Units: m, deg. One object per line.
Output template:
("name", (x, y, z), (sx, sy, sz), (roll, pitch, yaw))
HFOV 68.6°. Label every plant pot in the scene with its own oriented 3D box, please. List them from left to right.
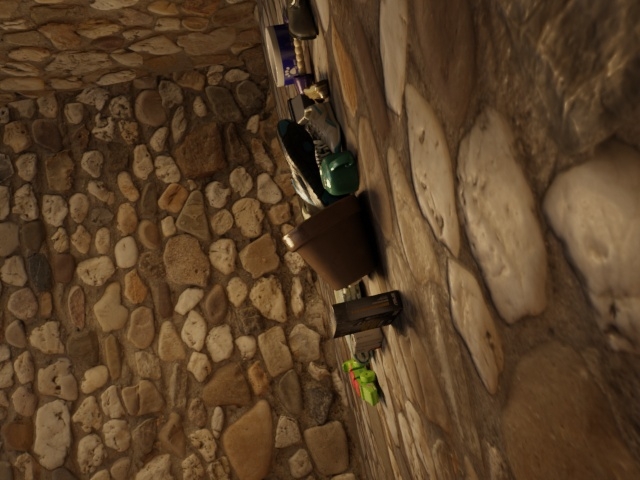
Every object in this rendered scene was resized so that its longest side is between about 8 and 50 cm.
("plant pot", (0.051, 0.022, 1.429), (0.229, 0.263, 0.263), (59, 173, 4))

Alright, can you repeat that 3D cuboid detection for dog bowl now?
("dog bowl", (-0.176, -0.854, 2.167), (0.265, 0.104, 0.264), (167, 90, -84))

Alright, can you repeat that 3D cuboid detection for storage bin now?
("storage bin", (-0.065, -0.542, 1.937), (0.091, 0.098, 0.135), (-23, 78, 56))

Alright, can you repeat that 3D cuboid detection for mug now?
("mug", (0.052, -0.215, 1.440), (0.129, 0.097, 0.157), (-109, 8, -48))

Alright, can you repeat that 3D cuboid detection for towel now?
("towel", (0.122, 0.269, 1.917), (0.320, 0.090, 0.374), (-108, 7, -63))

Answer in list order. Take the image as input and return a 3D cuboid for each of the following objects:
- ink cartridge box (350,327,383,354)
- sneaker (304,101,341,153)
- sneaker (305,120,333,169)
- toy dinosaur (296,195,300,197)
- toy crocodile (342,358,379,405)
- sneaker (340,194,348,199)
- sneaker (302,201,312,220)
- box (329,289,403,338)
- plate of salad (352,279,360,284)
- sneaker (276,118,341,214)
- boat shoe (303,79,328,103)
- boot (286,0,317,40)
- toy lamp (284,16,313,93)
("ink cartridge box", (0.159, 0.343, 1.636), (0.135, 0.099, 0.056), (89, 167, -60))
("sneaker", (0.011, -0.362, 1.536), (0.087, 0.092, 0.228), (87, 167, -51))
("sneaker", (0.009, -0.311, 1.641), (0.153, 0.099, 0.282), (84, 173, -59))
("toy dinosaur", (0.008, -0.177, 1.803), (0.092, 0.183, 0.053), (63, -154, -12))
("toy crocodile", (0.175, 0.592, 1.997), (0.340, 0.105, 0.115), (-125, 23, -73))
("sneaker", (0.061, -0.157, 1.678), (0.161, 0.057, 0.075), (-114, 18, -49))
("sneaker", (0.000, 0.000, 2.015), (0.410, 0.158, 0.182), (-98, 15, -49))
("box", (0.120, 0.213, 1.325), (0.231, 0.183, 0.056), (94, 162, -68))
("plate of salad", (0.067, 0.066, 1.601), (0.048, 0.200, 0.199), (-37, 57, 37))
("sneaker", (-0.069, -0.237, 1.568), (0.140, 0.125, 0.340), (-23, 95, 53))
("boat shoe", (-0.013, -0.503, 1.614), (0.190, 0.068, 0.072), (-123, 9, -73))
("boot", (-0.071, -0.770, 1.517), (0.161, 0.083, 0.246), (94, 162, -51))
("toy lamp", (-0.079, -0.687, 1.742), (0.080, 0.080, 0.274), (-116, 13, -64))
